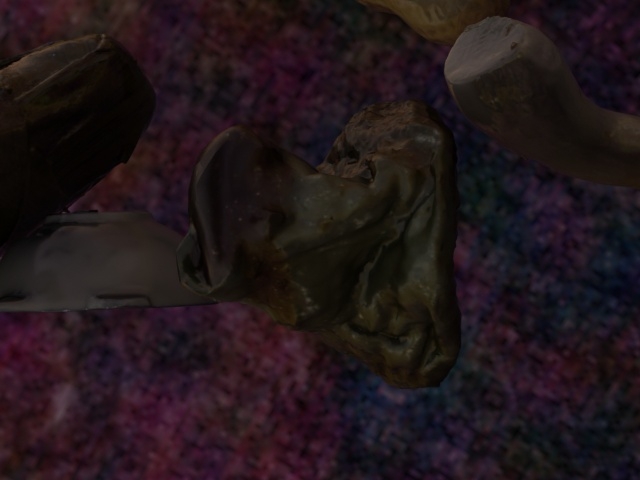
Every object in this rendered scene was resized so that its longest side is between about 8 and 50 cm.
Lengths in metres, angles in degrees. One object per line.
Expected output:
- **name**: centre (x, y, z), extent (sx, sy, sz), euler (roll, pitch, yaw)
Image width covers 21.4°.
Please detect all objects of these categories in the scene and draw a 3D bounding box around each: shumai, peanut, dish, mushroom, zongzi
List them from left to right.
- **zongzi**: centre (-0.276, -0.073, 1.505), extent (0.323, 0.160, 0.360), euler (-33, 13, -12)
- **dish**: centre (-0.201, 0.017, 1.465), extent (0.236, 0.228, 0.086), euler (-4, 88, 50)
- **shumai**: centre (0.000, 0.000, 1.273), extent (0.272, 0.204, 0.222), euler (84, -178, -64)
- **peanut**: centre (0.083, -0.261, 1.648), extent (0.228, 0.104, 0.085), euler (29, 56, 25)
- **mushroom**: centre (0.200, -0.093, 1.327), extent (0.092, 0.223, 0.081), euler (-55, 22, 15)
